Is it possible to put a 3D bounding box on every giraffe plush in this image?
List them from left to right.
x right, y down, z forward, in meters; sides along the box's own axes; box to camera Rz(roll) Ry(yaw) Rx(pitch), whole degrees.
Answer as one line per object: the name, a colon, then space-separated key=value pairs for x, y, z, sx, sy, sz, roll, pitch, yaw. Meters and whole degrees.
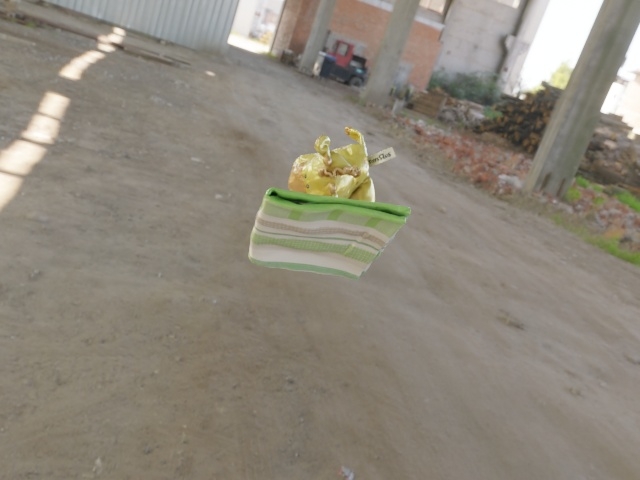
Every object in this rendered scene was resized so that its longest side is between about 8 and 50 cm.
giraffe plush: x=0.017 y=-0.100 z=1.119 sx=0.181 sy=0.210 sz=0.170 roll=54 pitch=23 yaw=7

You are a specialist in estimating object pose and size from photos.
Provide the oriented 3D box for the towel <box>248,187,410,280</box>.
towel: x=0.000 y=0.000 z=0.533 sx=0.113 sy=0.023 sz=0.152 roll=6 pitch=-19 yaw=-8
